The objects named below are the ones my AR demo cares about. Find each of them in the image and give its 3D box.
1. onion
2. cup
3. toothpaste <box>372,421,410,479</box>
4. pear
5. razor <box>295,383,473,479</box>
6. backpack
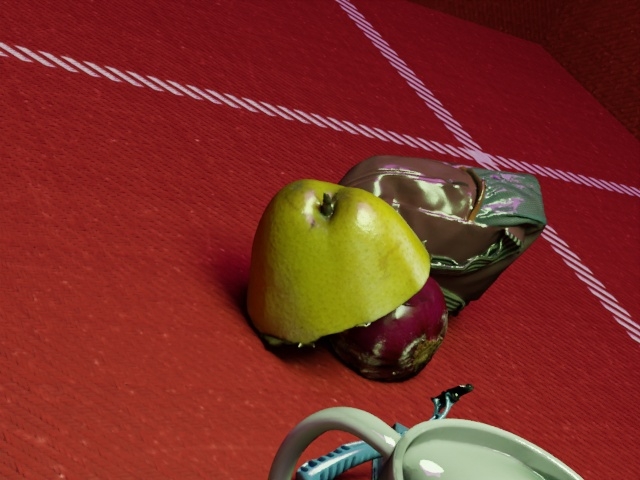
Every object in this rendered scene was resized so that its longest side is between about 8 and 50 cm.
[{"bbox_3d":[0.078,0.090,1.791,0.195,0.140,0.218,-13,47,-47],"label":"onion"},{"bbox_3d":[0.085,0.327,1.200,0.357,0.274,0.259,36,26,19],"label":"cup"},{"bbox_3d":[0.103,0.324,1.487,0.066,0.053,0.272,30,25,-14],"label":"toothpaste"},{"bbox_3d":[0.002,-0.001,1.676,0.267,0.267,0.178,-90,161,-60],"label":"pear"},{"bbox_3d":[0.078,0.240,1.514,0.253,0.082,0.042,-21,81,-32],"label":"razor"},{"bbox_3d":[0.147,-0.014,1.896,0.317,0.283,0.197,9,52,-23],"label":"backpack"}]
